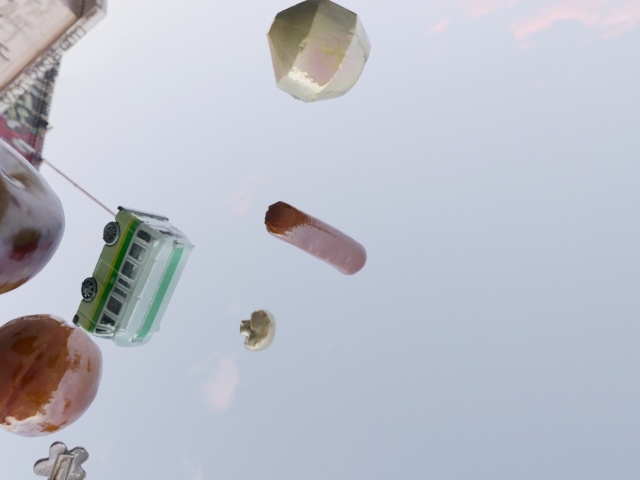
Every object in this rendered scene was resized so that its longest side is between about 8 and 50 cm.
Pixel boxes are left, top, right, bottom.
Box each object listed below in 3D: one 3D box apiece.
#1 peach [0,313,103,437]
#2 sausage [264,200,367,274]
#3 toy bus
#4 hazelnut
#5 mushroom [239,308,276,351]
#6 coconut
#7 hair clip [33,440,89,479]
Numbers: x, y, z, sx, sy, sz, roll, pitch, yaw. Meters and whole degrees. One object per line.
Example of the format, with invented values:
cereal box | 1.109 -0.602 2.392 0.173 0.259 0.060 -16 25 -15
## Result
peach | -0.792 0.384 1.480 0.343 0.342 0.301 -6 -139 30
sausage | 0.000 -0.001 1.366 0.094 0.348 0.097 3 -110 47
toy bus | -0.387 0.085 1.109 0.165 0.134 0.276 28 -82 32
hazelnut | -0.759 -0.064 1.102 0.359 0.409 0.359 -41 -167 11
mushroom | -0.196 0.281 1.670 0.112 0.148 0.148 6 -131 -16
coconut | -0.015 -0.473 1.309 0.259 0.259 0.259 -17 -130 22
hair clip | -0.736 0.685 1.468 0.075 0.146 0.257 -5 -110 64
